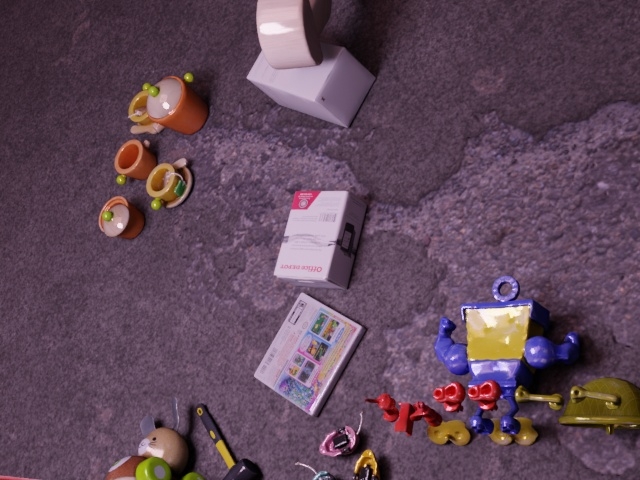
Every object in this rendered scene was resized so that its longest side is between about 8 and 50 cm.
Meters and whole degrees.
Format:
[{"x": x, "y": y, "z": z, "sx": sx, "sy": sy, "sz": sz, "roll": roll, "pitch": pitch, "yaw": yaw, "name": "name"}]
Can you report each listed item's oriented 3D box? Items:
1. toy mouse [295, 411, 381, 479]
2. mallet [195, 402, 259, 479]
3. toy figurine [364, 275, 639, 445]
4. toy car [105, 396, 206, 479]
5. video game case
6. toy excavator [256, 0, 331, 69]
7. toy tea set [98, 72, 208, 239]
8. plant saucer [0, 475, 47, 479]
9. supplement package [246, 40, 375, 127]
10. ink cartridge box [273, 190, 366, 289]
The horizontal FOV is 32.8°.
[{"x": 0.028, "y": 0.332, "z": 1.587, "sx": 0.143, "sy": 0.031, "sz": 0.161, "roll": -9, "pitch": 64, "yaw": 34, "name": "toy mouse"}, {"x": -0.164, "y": 0.336, "z": 1.733, "sx": 0.062, "sy": 0.039, "sz": 0.190, "roll": -55, "pitch": 43, "yaw": 6, "name": "mallet"}, {"x": 0.252, "y": 0.135, "z": 1.417, "sx": 0.362, "sy": 0.191, "sz": 0.217, "roll": -8, "pitch": 60, "yaw": 33, "name": "toy figurine"}, {"x": -0.269, "y": 0.346, "z": 1.744, "sx": 0.155, "sy": 0.149, "sz": 0.188, "roll": -32, "pitch": 41, "yaw": 34, "name": "toy car"}, {"x": -0.019, "y": 0.177, "z": 1.705, "sx": 0.143, "sy": 0.019, "sz": 0.157, "roll": 27, "pitch": 86, "yaw": 41, "name": "video game case"}, {"x": -0.001, "y": -0.526, "z": 1.852, "sx": 0.222, "sy": 0.433, "sz": 0.445, "roll": -4, "pitch": 100, "yaw": 19, "name": "toy excavator"}, {"x": -0.333, "y": -0.166, "z": 2.034, "sx": 0.200, "sy": 0.124, "sz": 0.336, "roll": -5, "pitch": 66, "yaw": 35, "name": "toy tea set"}, {"x": -0.466, "y": 0.506, "z": 1.697, "sx": 0.258, "sy": 0.048, "sz": 0.259, "roll": -3, "pitch": 68, "yaw": 33, "name": "plant saucer"}, {"x": -0.017, "y": -0.279, "z": 1.862, "sx": 0.179, "sy": 0.105, "sz": 0.105, "roll": 25, "pitch": 83, "yaw": 42, "name": "supplement package"}, {"x": 0.000, "y": 0.000, "z": 1.745, "sx": 0.109, "sy": 0.063, "sz": 0.150, "roll": 2, "pitch": 71, "yaw": 38, "name": "ink cartridge box"}]
